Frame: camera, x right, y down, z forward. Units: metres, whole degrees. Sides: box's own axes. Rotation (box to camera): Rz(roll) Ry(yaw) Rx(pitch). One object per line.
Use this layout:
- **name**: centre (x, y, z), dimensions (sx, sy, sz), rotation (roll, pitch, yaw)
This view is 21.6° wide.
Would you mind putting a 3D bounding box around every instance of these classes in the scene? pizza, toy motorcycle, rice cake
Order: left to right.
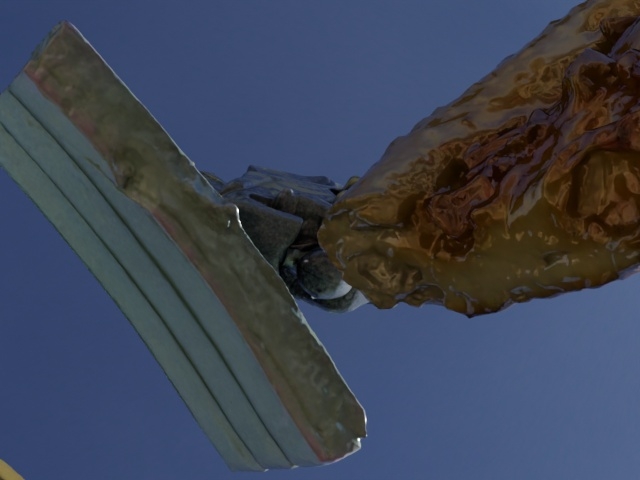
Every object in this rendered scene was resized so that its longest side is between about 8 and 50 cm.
- **rice cake**: centre (-0.073, 0.011, 0.799), dimensions (0.043, 0.127, 0.237), rotation (-39, -85, -27)
- **toy motorcycle**: centre (0.000, 0.000, 0.863), dimensions (0.193, 0.124, 0.061), rotation (12, -72, -28)
- **pizza**: centre (0.121, -0.058, 0.423), dimensions (0.271, 0.134, 0.056), rotation (-27, -76, 14)

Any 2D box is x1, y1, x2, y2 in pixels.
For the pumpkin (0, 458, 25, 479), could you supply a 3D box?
- **pumpkin**: centre (-0.287, 0.155, 1.069), dimensions (0.217, 0.217, 0.110), rotation (36, -86, 9)
